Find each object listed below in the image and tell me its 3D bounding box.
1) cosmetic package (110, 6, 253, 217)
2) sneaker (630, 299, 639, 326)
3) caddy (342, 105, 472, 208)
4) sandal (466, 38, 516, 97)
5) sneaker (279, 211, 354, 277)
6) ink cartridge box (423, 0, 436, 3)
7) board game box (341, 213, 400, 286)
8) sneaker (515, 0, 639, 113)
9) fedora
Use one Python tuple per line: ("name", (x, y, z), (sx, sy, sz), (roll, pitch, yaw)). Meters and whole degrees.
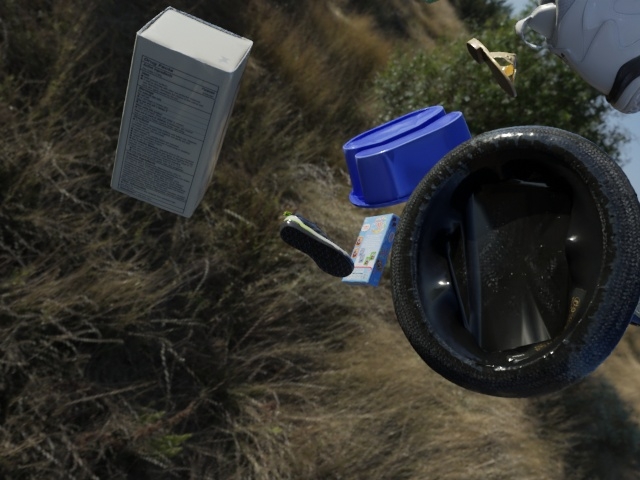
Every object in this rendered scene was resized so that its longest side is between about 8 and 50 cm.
("cosmetic package", (-0.231, -0.201, 1.033), (0.153, 0.296, 0.129), (23, 40, -6))
("sneaker", (0.631, 0.141, 1.215), (0.085, 0.058, 0.152), (23, 0, -39))
("caddy", (0.220, -0.189, 1.540), (0.241, 0.342, 0.179), (-124, -168, -68))
("sandal", (0.500, -0.499, 1.745), (0.240, 0.079, 0.088), (61, 5, 35))
("sneaker", (0.000, 0.000, 1.664), (0.235, 0.084, 0.097), (38, 36, -8))
("ink cartridge box", (0.274, -0.579, 1.151), (0.117, 0.278, 0.201), (16, 86, -32))
("board game box", (0.146, 0.029, 1.833), (0.039, 0.160, 0.211), (25, 78, -22))
("sneaker", (0.417, -0.365, 0.798), (0.210, 0.365, 0.137), (30, 12, 3))
("fedora", (0.250, 0.031, 0.800), (0.153, 0.334, 0.333), (26, 40, -55))
